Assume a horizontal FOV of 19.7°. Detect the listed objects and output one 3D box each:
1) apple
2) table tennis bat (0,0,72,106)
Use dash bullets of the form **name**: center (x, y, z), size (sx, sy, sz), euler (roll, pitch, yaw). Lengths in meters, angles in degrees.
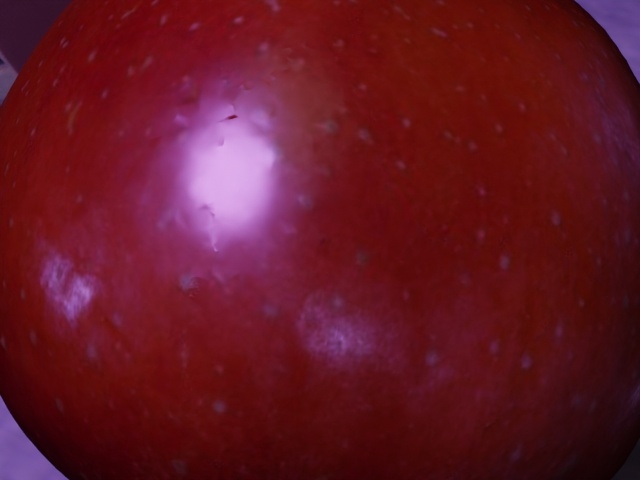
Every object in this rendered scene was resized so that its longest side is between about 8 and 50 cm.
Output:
- **apple**: center (0.000, 0.000, 0.681), size (0.260, 0.260, 0.216), euler (8, 88, 11)
- **table tennis bat**: center (-0.144, -0.102, 0.933), size (0.274, 0.021, 0.154), euler (-28, 53, -20)
